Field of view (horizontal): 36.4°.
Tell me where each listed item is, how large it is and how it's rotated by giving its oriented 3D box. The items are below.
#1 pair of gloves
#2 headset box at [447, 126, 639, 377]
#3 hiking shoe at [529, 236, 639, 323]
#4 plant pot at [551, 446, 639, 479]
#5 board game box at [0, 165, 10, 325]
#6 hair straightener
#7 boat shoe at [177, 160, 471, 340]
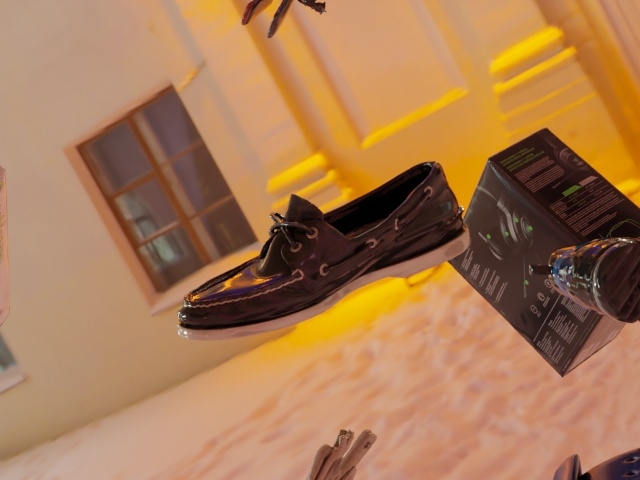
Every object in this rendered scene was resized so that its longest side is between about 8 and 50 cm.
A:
[{"bbox_3d":[0.010,0.406,1.651,0.204,0.042,0.240,-60,-19,1],"label":"pair of gloves"},{"bbox_3d":[0.338,0.012,1.438,0.131,0.283,0.246,-28,-29,-29],"label":"headset box"},{"bbox_3d":[0.385,0.040,1.053,0.304,0.113,0.132,11,3,-28],"label":"hiking shoe"},{"bbox_3d":[0.394,0.392,1.195,0.212,0.236,0.236,-6,12,19],"label":"plant pot"},{"bbox_3d":[-0.322,-0.020,0.703,0.053,0.193,0.305,-60,4,-26],"label":"board game box"},{"bbox_3d":[-0.031,-0.346,1.409,0.047,0.089,0.230,-62,-4,36],"label":"hair straightener"},{"bbox_3d":[0.002,0.001,0.994,0.340,0.113,0.127,-18,19,-20],"label":"boat shoe"}]
